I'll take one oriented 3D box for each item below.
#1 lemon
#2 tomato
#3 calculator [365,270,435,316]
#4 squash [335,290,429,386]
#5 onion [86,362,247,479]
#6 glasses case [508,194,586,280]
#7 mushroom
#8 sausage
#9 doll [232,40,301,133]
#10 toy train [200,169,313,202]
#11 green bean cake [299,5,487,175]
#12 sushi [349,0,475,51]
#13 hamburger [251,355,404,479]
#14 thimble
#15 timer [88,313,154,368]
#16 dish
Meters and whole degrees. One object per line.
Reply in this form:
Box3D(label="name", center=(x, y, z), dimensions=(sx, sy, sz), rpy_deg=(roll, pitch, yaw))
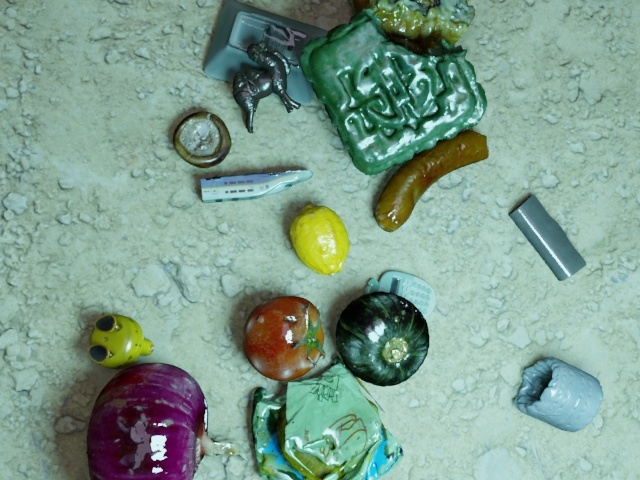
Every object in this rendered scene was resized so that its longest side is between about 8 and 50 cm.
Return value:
Box3D(label="lemon", center=(0.000, 0.000, 1.510), dimensions=(0.114, 0.114, 0.155), rpy_deg=(-24, 89, -10))
Box3D(label="tomato", center=(-0.073, 0.191, 1.452), dimensions=(0.168, 0.167, 0.167), rpy_deg=(1, 81, -7))
Box3D(label="calculator", center=(0.168, 0.115, 1.559), dimensions=(0.153, 0.021, 0.095), rpy_deg=(13, 79, -6))
Box3D(label="squash", center=(0.121, 0.194, 1.471), dimensions=(0.193, 0.156, 0.193), rpy_deg=(-17, 117, -37))
Box3D(label="onion", center=(-0.313, 0.353, 1.358), dimensions=(0.273, 0.230, 0.256), rpy_deg=(-23, 84, -3))
Box3D(label="glasses case", center=(0.493, -0.006, 1.614), dimensions=(0.072, 0.042, 0.190), rpy_deg=(-36, 87, -19))
Box3D(label="mushroom", center=(-0.244, -0.207, 1.543), dimensions=(0.123, 0.052, 0.123), rpy_deg=(1, 75, -2))
Box3D(label="sausage", center=(0.225, -0.137, 1.579), dimensions=(0.302, 0.076, 0.102), rpy_deg=(-38, 86, -11))
Box3D(label="doll", center=(-0.121, -0.321, 1.535), dimensions=(0.139, 0.057, 0.165), rpy_deg=(-22, 107, 6))
Box3D(label="toy train", center=(-0.129, -0.113, 1.544), dimensions=(0.234, 0.052, 0.051), rpy_deg=(-5, 84, -9))
Box3D(label="green bean cake", center=(0.146, -0.319, 1.499), dimensions=(0.300, 0.169, 0.307), rpy_deg=(-28, 98, 7))
Box3D(label="sushi", center=(0.192, -0.508, 1.603), dimensions=(0.274, 0.139, 0.184), rpy_deg=(10, 78, -6))
Box3D(label="hamburger", center=(0.003, 0.376, 1.431), dimensions=(0.276, 0.150, 0.260), rpy_deg=(-20, 82, -9))
Box3D(label="thimble", center=(0.477, 0.309, 1.502), dimensions=(0.118, 0.151, 0.127), rpy_deg=(27, 69, -6))
Box3D(label="timer", center=(-0.390, 0.199, 1.450), dimensions=(0.107, 0.109, 0.107), rpy_deg=(-7, 72, 21))
Box3D(label="dish", center=(-0.110, -0.411, 1.580), dimensions=(0.243, 0.080, 0.181), rpy_deg=(16, 79, -5))
